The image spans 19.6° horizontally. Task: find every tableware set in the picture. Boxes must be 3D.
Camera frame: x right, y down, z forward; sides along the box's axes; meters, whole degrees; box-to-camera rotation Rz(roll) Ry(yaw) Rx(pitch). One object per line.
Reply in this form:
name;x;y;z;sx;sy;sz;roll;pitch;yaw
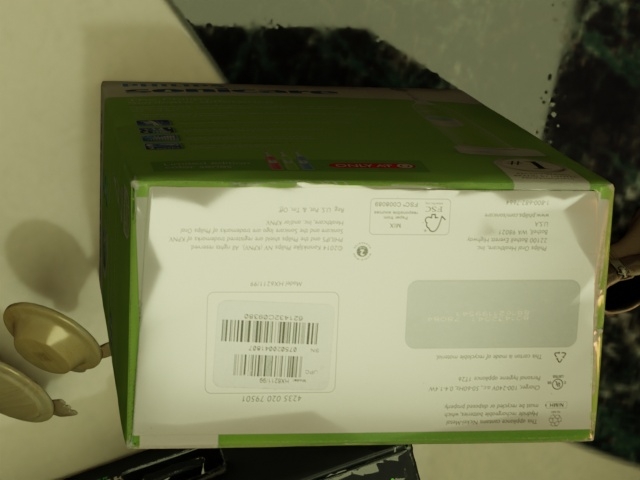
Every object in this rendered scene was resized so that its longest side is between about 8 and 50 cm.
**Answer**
tableware set;-0.187;0.041;0.964;0.169;0.141;0.020;36;58;-19

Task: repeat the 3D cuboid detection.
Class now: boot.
boot;0.190;0.010;1.035;0.118;0.087;0.042;-26;104;-3

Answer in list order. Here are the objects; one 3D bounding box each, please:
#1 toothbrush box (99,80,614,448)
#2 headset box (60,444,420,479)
toothbrush box;0.000;0.000;0.899;0.206;0.283;0.122;0;104;-10
headset box;-0.041;0.238;1.028;0.246;0.131;0.283;-18;105;-5
